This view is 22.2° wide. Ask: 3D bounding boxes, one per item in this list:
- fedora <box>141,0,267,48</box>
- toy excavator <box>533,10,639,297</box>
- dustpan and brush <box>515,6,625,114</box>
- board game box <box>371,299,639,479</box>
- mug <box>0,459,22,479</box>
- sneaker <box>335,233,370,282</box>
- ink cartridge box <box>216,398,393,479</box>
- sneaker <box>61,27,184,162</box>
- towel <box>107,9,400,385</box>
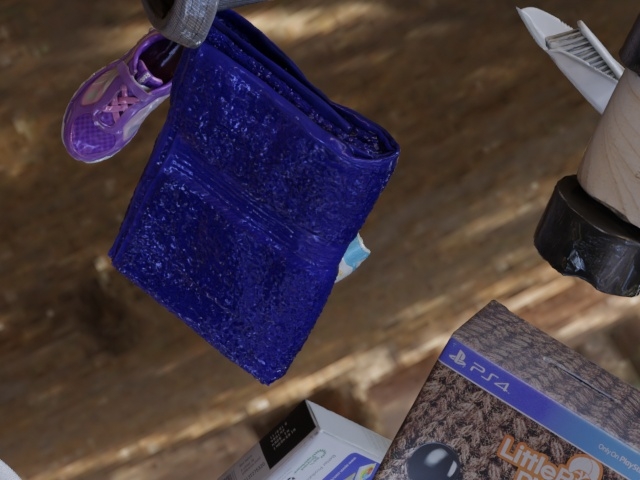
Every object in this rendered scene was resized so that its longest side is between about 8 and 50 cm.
[{"bbox_3d":[-0.078,-0.289,1.266,0.124,0.275,0.244,-7,165,-19],"label":"fedora"},{"bbox_3d":[0.462,-0.026,1.314,0.445,0.433,0.222,-15,133,-51],"label":"toy excavator"},{"bbox_3d":[0.285,-0.150,1.558,0.060,0.211,0.147,-41,-160,14],"label":"dustpan and brush"},{"bbox_3d":[0.174,0.246,1.518,0.291,0.232,0.141,-64,166,20],"label":"board game box"},{"bbox_3d":[-0.320,0.363,1.065,0.328,0.374,0.276,-24,166,9],"label":"mug"},{"bbox_3d":[0.000,0.000,2.025,0.092,0.087,0.228,-29,-159,-2],"label":"sneaker"},{"bbox_3d":[0.049,0.330,2.060,0.176,0.069,0.371,-44,132,17],"label":"ink cartridge box"},{"bbox_3d":[-0.237,-0.192,2.059,0.236,0.095,0.104,-44,-169,3],"label":"sneaker"},{"bbox_3d":[-0.076,-0.031,1.484,0.076,0.227,0.308,-32,155,-45],"label":"towel"}]
